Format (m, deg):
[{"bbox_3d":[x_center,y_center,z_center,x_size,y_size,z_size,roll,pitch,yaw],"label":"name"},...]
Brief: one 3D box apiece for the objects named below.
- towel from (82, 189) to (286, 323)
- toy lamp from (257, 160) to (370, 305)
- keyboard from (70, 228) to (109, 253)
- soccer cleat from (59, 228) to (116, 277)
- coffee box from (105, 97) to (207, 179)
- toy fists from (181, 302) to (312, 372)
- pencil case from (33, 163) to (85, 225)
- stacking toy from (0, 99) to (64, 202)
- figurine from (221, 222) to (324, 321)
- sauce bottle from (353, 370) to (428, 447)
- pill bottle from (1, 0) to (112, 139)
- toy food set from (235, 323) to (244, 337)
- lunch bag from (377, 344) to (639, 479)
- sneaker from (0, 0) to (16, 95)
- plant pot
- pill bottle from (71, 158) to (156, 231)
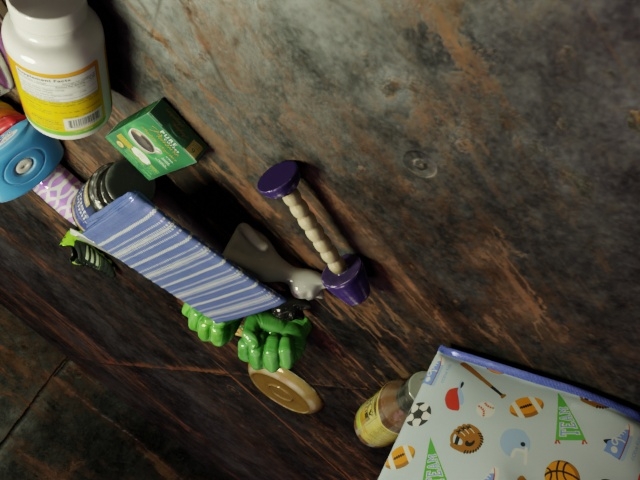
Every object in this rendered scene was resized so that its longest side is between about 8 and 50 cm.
[{"bbox_3d":[-0.252,0.038,1.232,0.336,0.040,0.243,38,146,-24],"label":"towel"},{"bbox_3d":[0.000,0.000,1.077,0.080,0.080,0.274,3,140,43],"label":"toy lamp"},{"bbox_3d":[-0.496,0.022,1.590,0.072,0.014,0.256,19,169,14],"label":"keyboard"},{"bbox_3d":[-0.602,0.046,1.756,0.060,0.072,0.179,5,140,41],"label":"soccer cleat"},{"bbox_3d":[-0.279,-0.166,1.146,0.113,0.040,0.184,47,149,-23],"label":"coffee box"},{"bbox_3d":[-0.160,0.176,1.435,0.279,0.142,0.096,27,150,12],"label":"toy fists"},{"bbox_3d":[-0.542,-0.095,1.477,0.206,0.086,0.088,46,-177,-16],"label":"pencil case"},{"bbox_3d":[-0.681,-0.240,1.357,0.302,0.175,0.165,42,164,15],"label":"stacking toy"},{"bbox_3d":[-0.095,0.074,1.291,0.209,0.092,0.215,28,151,-7],"label":"figurine"},{"bbox_3d":[0.162,0.350,1.413,0.111,0.111,0.344,32,149,3],"label":"sauce bottle"},{"bbox_3d":[-0.384,-0.271,0.995,0.136,0.136,0.245,31,151,5],"label":"pill bottle"},{"bbox_3d":[-0.179,0.234,1.667,0.083,0.020,0.083,-7,131,50],"label":"toy food set"},{"bbox_3d":[0.325,0.396,1.089,0.386,0.327,0.239,11,148,32],"label":"lunch bag"},{"bbox_3d":[-0.587,-0.347,1.063,0.102,0.161,0.282,4,138,44],"label":"sneaker"},{"bbox_3d":[-0.102,0.401,1.830,0.236,0.032,0.236,24,150,15],"label":"plant pot"},{"bbox_3d":[-0.397,-0.081,1.308,0.123,0.122,0.219,43,150,-16],"label":"pill bottle"}]
